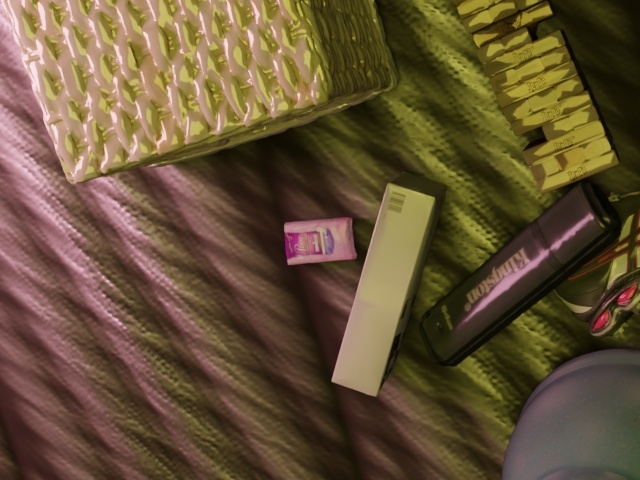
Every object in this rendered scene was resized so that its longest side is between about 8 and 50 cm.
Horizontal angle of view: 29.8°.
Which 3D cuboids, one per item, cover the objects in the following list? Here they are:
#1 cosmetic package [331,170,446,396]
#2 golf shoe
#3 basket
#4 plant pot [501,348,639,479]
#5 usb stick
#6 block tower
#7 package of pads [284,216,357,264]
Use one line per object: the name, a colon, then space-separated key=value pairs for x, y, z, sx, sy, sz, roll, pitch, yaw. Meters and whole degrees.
cosmetic package: x=0.080 y=0.048 z=1.368 sx=0.060 sy=0.099 sz=0.239 roll=17 pitch=105 yaw=8
golf shoe: x=0.356 y=-0.021 z=1.284 sx=0.120 sy=0.105 sz=0.273 roll=45 pitch=107 yaw=10
basket: x=-0.134 y=-0.261 z=1.276 sx=0.328 sy=0.266 sz=0.331 roll=-16 pitch=95 yaw=18
plant pot: x=0.314 y=0.285 z=1.264 sx=0.293 sy=0.196 sz=0.293 roll=10 pitch=112 yaw=26
usb stick: x=0.214 y=0.041 z=1.321 sx=0.278 sy=0.045 sz=0.077 roll=-44 pitch=58 yaw=32
block tower: x=0.209 y=-0.222 z=1.285 sx=0.097 sy=0.091 sz=0.335 roll=-22 pitch=94 yaw=17
package of pads: x=0.000 y=0.000 z=1.413 sx=0.083 sy=0.032 sz=0.050 roll=-5 pitch=97 yaw=15
